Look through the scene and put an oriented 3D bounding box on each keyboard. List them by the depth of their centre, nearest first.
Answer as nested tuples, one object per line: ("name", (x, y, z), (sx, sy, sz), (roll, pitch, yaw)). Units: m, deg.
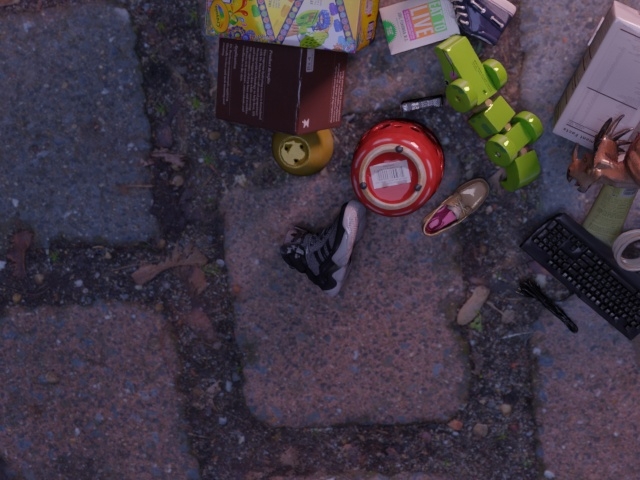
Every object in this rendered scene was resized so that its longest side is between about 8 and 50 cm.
("keyboard", (0.541, 0.100, 1.867), (0.317, 0.033, 0.201), (39, 117, -7))

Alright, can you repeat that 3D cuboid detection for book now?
("book", (0.200, -0.438, 1.798), (0.144, 0.035, 0.096), (-14, 98, 15))

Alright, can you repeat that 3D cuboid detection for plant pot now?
("plant pot", (0.153, -0.141, 1.815), (0.191, 0.174, 0.191), (3, 108, 9))
("plant pot", (-0.046, -0.192, 1.874), (0.134, 0.095, 0.134), (3, 106, 10))

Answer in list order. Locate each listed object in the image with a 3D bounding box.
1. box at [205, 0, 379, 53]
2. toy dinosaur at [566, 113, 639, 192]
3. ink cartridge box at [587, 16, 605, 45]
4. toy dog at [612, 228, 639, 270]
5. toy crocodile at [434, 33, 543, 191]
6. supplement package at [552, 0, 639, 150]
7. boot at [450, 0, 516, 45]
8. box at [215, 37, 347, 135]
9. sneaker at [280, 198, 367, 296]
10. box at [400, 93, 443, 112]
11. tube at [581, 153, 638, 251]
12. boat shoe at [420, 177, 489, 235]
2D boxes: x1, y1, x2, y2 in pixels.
("box", (-0.040, -0.467, 1.695), (0.279, 0.290, 0.177), (9, 108, 8))
("toy dinosaur", (0.604, -0.167, 1.614), (0.295, 0.127, 0.200), (-31, 61, 3))
("ink cartridge box", (0.583, -0.382, 1.743), (0.115, 0.029, 0.063), (27, 109, 3))
("toy dog", (0.735, -0.068, 1.764), (0.220, 0.161, 0.334), (26, 123, -1))
("toy crocodile", (0.333, -0.252, 1.785), (0.115, 0.105, 0.340), (-41, 102, -24))
("supplement package", (0.553, -0.300, 1.692), (0.139, 0.134, 0.244), (26, 121, 2))
("boot", (0.281, -0.455, 1.739), (0.190, 0.069, 0.086), (27, 97, -9))
("box", (-0.078, -0.313, 1.776), (0.203, 0.167, 0.168), (16, 110, 29))
("sneaker", (0.000, 0.000, 1.882), (0.153, 0.101, 0.269), (25, 138, 9))
("box", (0.206, -0.277, 1.820), (0.083, 0.067, 0.018), (-8, 103, 13))
("tube", (0.576, -0.066, 1.782), (0.070, 0.062, 0.240), (49, 150, 32))
("boat shoe", (0.281, -0.062, 1.870), (0.170, 0.059, 0.063), (-41, 95, 18))
